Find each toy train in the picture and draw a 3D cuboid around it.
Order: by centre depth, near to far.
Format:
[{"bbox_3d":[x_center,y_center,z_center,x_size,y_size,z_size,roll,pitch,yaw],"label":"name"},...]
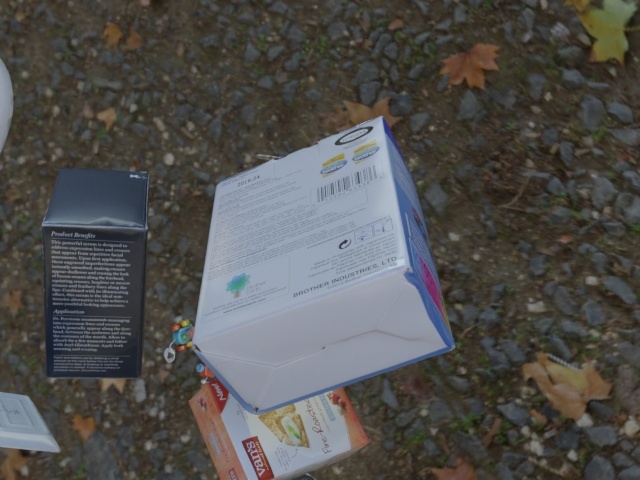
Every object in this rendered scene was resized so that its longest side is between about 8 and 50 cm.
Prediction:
[{"bbox_3d":[-0.270,0.242,1.658,0.046,0.166,0.125,-7,63,30],"label":"toy train"}]

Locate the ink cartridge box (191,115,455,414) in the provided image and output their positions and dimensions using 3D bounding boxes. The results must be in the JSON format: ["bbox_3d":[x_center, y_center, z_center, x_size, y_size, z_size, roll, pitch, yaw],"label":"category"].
[{"bbox_3d":[0.000,0.000,0.986,0.270,0.151,0.395,-20,37,13],"label":"ink cartridge box"}]

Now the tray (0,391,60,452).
[{"bbox_3d":[-0.616,0.354,1.500,0.270,0.145,0.030,16,90,57],"label":"tray"}]

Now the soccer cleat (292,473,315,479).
[{"bbox_3d":[-0.148,0.478,1.209,0.143,0.331,0.116,-32,79,61],"label":"soccer cleat"}]

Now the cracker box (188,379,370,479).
[{"bbox_3d":[-0.056,0.265,1.091,0.067,0.232,0.156,-47,61,39],"label":"cracker box"}]

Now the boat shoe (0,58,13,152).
[{"bbox_3d":[-0.278,-0.017,0.423,0.095,0.084,0.258,37,85,-5],"label":"boat shoe"}]

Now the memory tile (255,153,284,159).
[{"bbox_3d":[-0.080,-0.188,1.784,0.148,0.113,0.012,17,96,58],"label":"memory tile"}]

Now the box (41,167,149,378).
[{"bbox_3d":[-0.505,0.073,1.715,0.293,0.212,0.395,-110,26,-60],"label":"box"}]
